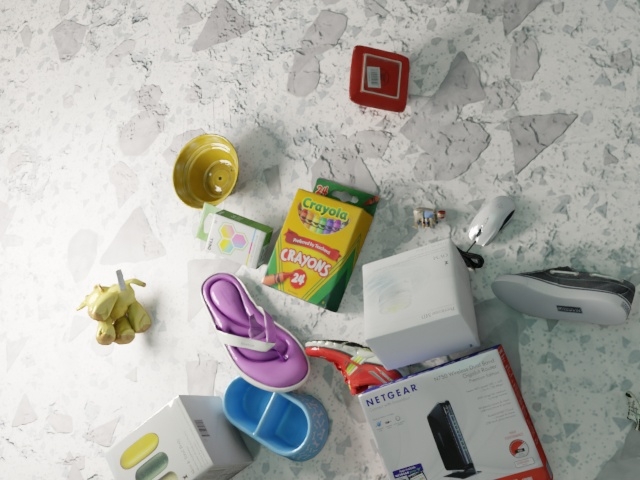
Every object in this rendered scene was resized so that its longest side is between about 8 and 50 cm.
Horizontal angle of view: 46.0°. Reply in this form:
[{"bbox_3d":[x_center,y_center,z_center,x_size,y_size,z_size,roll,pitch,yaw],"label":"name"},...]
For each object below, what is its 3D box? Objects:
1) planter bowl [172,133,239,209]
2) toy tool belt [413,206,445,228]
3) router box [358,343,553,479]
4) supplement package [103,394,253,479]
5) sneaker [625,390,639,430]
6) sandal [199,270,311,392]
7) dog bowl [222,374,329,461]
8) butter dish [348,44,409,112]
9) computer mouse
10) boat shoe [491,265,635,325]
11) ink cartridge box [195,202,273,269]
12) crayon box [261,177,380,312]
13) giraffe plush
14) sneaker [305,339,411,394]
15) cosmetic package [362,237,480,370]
[{"bbox_3d":[-0.300,-0.182,2.104,0.217,0.090,0.217,-5,78,23],"label":"planter bowl"},{"bbox_3d":[0.266,-0.051,1.837,0.083,0.052,0.051,10,113,30],"label":"toy tool belt"},{"bbox_3d":[0.289,0.424,1.646,0.335,0.082,0.301,-23,83,19],"label":"router box"},{"bbox_3d":[-0.354,0.545,1.891,0.262,0.198,0.199,-39,65,12],"label":"supplement package"},{"bbox_3d":[0.649,0.354,1.561,0.037,0.032,0.083,-28,67,16],"label":"sneaker"},{"bbox_3d":[-0.189,0.222,1.910,0.169,0.102,0.416,-37,58,-16],"label":"sandal"},{"bbox_3d":[-0.120,0.432,1.880,0.297,0.074,0.166,26,89,27],"label":"dog bowl"},{"bbox_3d":[0.136,-0.403,1.948,0.159,0.118,0.160,9,79,-18],"label":"butter dish"},{"bbox_3d":[0.381,-0.028,1.774,0.106,0.042,0.193,39,95,28],"label":"computer mouse"},{"bbox_3d":[0.527,0.104,1.647,0.301,0.108,0.102,5,47,38],"label":"boat shoe"},{"bbox_3d":[-0.240,-0.013,2.002,0.209,0.062,0.109,21,109,11],"label":"ink cartridge box"},{"bbox_3d":[0.000,0.000,1.925,0.202,0.081,0.319,19,85,28],"label":"crayon box"},{"bbox_3d":[-0.599,0.187,2.129,0.170,0.181,0.210,-3,86,46],"label":"giraffe plush"},{"bbox_3d":[0.077,0.308,1.803,0.279,0.107,0.118,13,88,28],"label":"sneaker"},{"bbox_3d":[0.223,0.144,1.706,0.224,0.138,0.225,-19,44,20],"label":"cosmetic package"}]
